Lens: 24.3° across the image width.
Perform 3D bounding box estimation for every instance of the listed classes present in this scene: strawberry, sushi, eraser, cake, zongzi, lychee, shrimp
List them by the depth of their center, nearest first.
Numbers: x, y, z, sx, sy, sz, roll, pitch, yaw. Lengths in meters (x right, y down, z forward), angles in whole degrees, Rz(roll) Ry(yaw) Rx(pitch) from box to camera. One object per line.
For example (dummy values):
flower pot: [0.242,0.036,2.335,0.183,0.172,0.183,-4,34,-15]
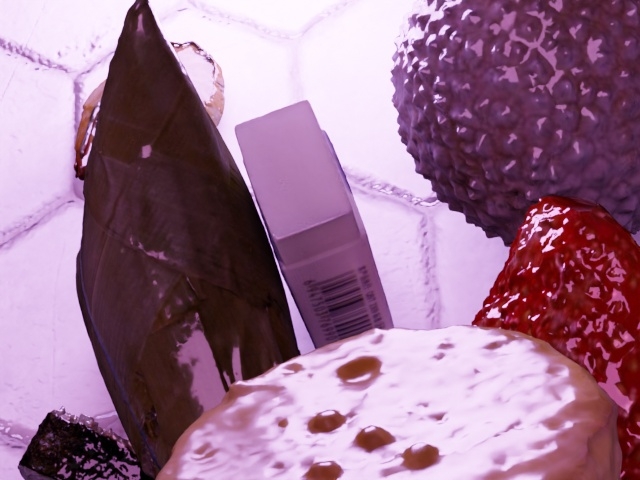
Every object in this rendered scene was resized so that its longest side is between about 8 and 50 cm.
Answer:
cake: [0.073,0.261,1.026,0.332,0.321,0.332,-14,22,6]
strawberry: [0.228,0.122,1.231,0.261,0.261,0.258,32,91,23]
zongzi: [-0.099,0.047,1.256,0.174,0.393,0.356,-15,52,-18]
eraser: [0.000,0.000,1.342,0.081,0.279,0.124,-20,62,0]
lychee: [0.200,-0.126,1.362,0.300,0.300,0.300,-4,65,9]
sushi: [-0.206,0.215,1.391,0.150,0.090,0.078,22,67,22]
shrimp: [-0.193,-0.109,1.562,0.173,0.058,0.253,15,66,26]
